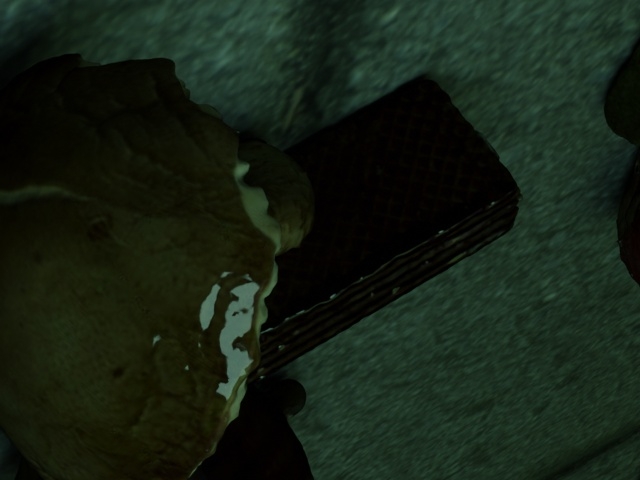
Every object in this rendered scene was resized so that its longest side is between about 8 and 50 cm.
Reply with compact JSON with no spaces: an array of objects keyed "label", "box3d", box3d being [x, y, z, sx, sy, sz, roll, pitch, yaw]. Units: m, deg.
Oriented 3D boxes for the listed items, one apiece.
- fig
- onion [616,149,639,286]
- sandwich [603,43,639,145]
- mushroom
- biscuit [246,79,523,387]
[{"label":"fig","box3d":[-0.085,0.154,1.352,0.217,0.217,0.321,-51,179,27]},{"label":"onion","box3d":[0.313,-0.039,1.533,0.184,0.147,0.184,-28,-162,10]},{"label":"sandwich","box3d":[0.349,-0.150,1.406,0.292,0.109,0.212,-38,154,2]},{"label":"mushroom","box3d":[-0.071,-0.018,1.011,0.302,0.233,0.208,-48,133,-37]},{"label":"biscuit","box3d":[0.000,0.000,1.229,0.252,0.106,0.070,-30,155,-12]}]
